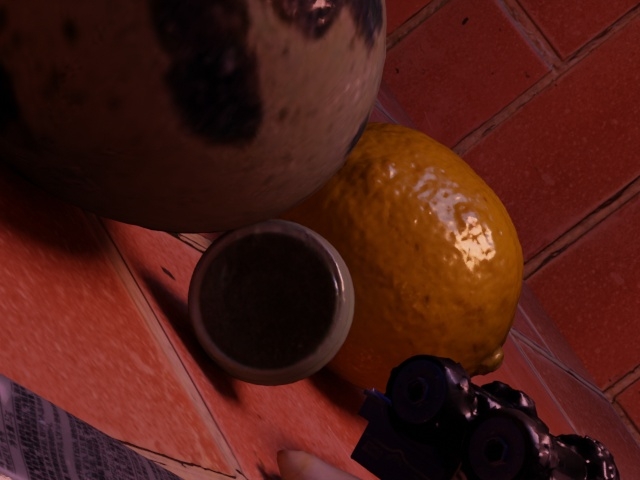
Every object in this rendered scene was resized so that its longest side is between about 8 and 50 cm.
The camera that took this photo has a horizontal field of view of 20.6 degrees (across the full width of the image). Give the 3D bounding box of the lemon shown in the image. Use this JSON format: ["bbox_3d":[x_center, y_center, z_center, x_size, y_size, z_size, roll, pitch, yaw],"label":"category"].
[{"bbox_3d":[0.065,0.014,1.758,0.320,0.245,0.245,48,10,10],"label":"lemon"}]

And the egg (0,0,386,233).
[{"bbox_3d":[-0.123,-0.180,1.335,0.428,0.345,0.345,57,4,-43],"label":"egg"}]

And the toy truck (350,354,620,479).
[{"bbox_3d":[0.123,0.205,1.458,0.213,0.177,0.161,34,4,40],"label":"toy truck"}]

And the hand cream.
[{"bbox_3d":[-0.112,0.165,1.026,0.340,0.078,0.124,35,19,-34],"label":"hand cream"}]

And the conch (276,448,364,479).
[{"bbox_3d":[0.031,0.236,1.383,0.176,0.094,0.104,27,20,14],"label":"conch"}]

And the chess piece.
[{"bbox_3d":[-0.028,0.072,1.556,0.139,0.139,0.272,55,-1,14],"label":"chess piece"}]
